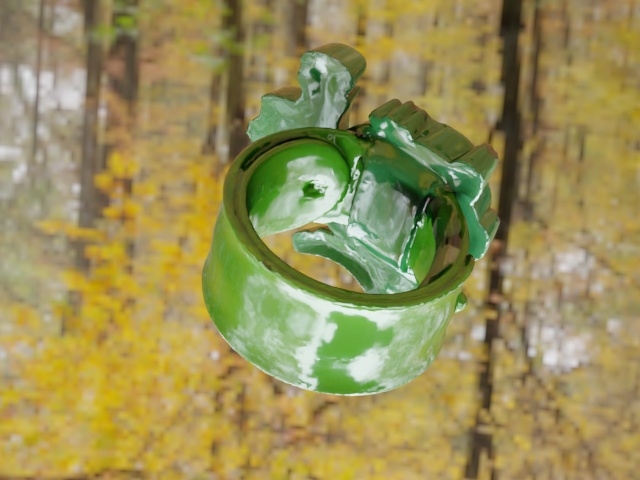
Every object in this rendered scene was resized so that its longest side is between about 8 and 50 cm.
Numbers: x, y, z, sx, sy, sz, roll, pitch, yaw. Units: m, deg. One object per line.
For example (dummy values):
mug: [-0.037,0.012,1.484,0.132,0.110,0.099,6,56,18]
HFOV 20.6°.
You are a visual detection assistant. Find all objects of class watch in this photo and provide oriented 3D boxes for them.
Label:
watch: [0.000,0.000,0.909,0.165,0.131,0.152,34,-134,15]
